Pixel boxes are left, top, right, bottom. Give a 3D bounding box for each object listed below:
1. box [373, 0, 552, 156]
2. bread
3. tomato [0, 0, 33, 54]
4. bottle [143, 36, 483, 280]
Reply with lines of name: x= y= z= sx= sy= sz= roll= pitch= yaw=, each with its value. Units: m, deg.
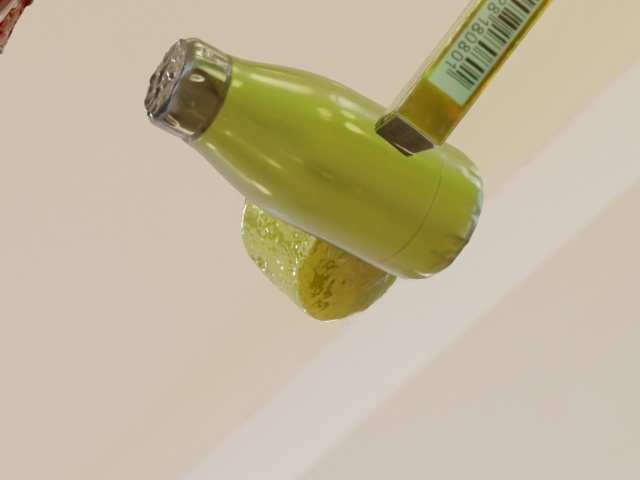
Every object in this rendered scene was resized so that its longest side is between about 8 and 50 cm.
box: x=0.077 y=-0.099 z=0.739 sx=0.121 sy=0.030 sz=0.193 roll=-52 pitch=1 yaw=1
bread: x=0.000 y=0.000 z=1.238 sx=0.111 sy=0.114 sz=0.129 roll=-30 pitch=-46 yaw=-27
tomato: x=-0.324 y=-0.156 z=1.049 sx=0.233 sy=0.139 sz=0.200 roll=-54 pitch=-12 yaw=5
bottle: x=-0.006 y=-0.064 z=1.091 sx=0.260 sy=0.112 sz=0.112 roll=26 pitch=-60 yaw=-27
